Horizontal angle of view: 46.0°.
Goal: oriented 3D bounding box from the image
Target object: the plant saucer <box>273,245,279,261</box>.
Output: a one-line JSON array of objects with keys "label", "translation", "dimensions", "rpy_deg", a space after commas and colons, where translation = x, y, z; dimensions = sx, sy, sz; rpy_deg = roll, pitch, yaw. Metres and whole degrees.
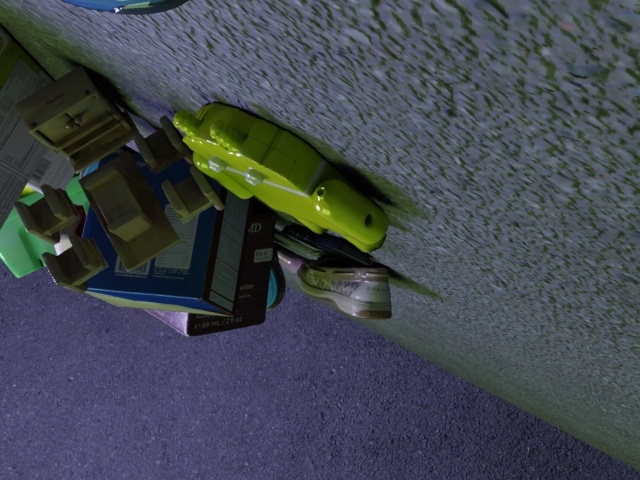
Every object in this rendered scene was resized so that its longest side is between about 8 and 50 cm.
[{"label": "plant saucer", "translation": [-0.176, 0.036, 1.667], "dimensions": [0.168, 0.029, 0.168], "rpy_deg": [15, -141, -13]}]

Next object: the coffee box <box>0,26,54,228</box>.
[{"label": "coffee box", "translation": [-0.628, -0.181, 1.087], "dimensions": [0.337, 0.338, 0.334], "rpy_deg": [28, 174, 3]}]

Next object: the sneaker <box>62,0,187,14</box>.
[{"label": "sneaker", "translation": [-0.155, -0.183, 0.376], "dimensions": [0.209, 0.069, 0.082], "rpy_deg": [28, 169, 2]}]

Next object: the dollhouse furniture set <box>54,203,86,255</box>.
[{"label": "dollhouse furniture set", "translation": [-0.370, -0.019, 1.431], "dimensions": [0.259, 0.262, 0.135], "rpy_deg": [-2, -149, 9]}]

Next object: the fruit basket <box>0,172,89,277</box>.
[{"label": "fruit basket", "translation": [-0.660, -0.133, 1.803], "dimensions": [0.392, 0.392, 0.283], "rpy_deg": [30, 172, -14]}]

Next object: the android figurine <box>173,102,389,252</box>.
[{"label": "android figurine", "translation": [-0.043, -0.066, 0.821], "dimensions": [0.248, 0.056, 0.273], "rpy_deg": [23, 172, 41]}]

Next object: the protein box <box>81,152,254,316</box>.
[{"label": "protein box", "translation": [-0.221, -0.007, 1.093], "dimensions": [0.199, 0.201, 0.136], "rpy_deg": [4, 165, 15]}]

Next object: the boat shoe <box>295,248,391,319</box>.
[{"label": "boat shoe", "translation": [0.044, 0.065, 1.334], "dimensions": [0.104, 0.089, 0.285], "rpy_deg": [2, -171, -29]}]

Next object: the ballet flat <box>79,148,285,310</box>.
[{"label": "ballet flat", "translation": [-0.263, -0.040, 1.554], "dimensions": [0.483, 0.164, 0.182], "rpy_deg": [35, -166, -3]}]

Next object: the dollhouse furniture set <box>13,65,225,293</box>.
[{"label": "dollhouse furniture set", "translation": [-0.266, -0.075, 0.976], "dimensions": [0.242, 0.212, 0.161], "rpy_deg": [58, 177, 13]}]

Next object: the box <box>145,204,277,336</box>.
[{"label": "box", "translation": [-0.198, 0.036, 1.304], "dimensions": [0.168, 0.203, 0.167], "rpy_deg": [-6, -160, -42]}]

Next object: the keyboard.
[{"label": "keyboard", "translation": [0.000, 0.000, 1.239], "dimensions": [0.108, 0.023, 0.180], "rpy_deg": [26, 175, -33]}]

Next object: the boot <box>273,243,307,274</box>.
[{"label": "boot", "translation": [-0.083, 0.037, 1.742], "dimensions": [0.087, 0.042, 0.118], "rpy_deg": [39, 163, -14]}]

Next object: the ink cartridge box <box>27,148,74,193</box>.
[{"label": "ink cartridge box", "translation": [-0.567, -0.199, 1.442], "dimensions": [0.092, 0.160, 0.219], "rpy_deg": [22, 169, 41]}]
